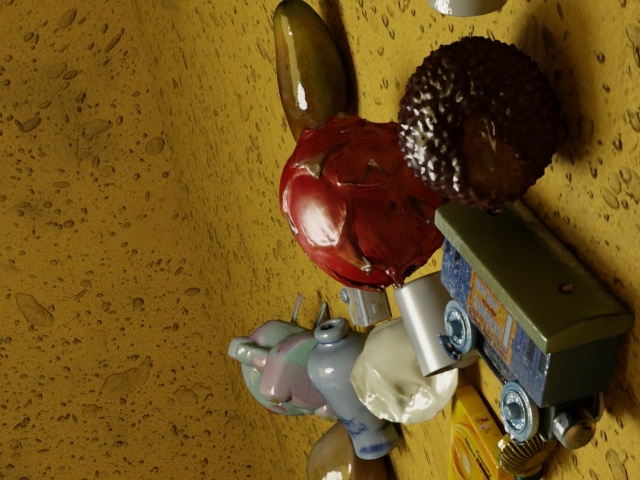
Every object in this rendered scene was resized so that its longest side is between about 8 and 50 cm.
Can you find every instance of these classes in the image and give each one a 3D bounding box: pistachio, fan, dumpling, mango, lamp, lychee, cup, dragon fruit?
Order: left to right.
[{"bbox_3d":[-0.041,0.229,2.454,0.301,0.247,0.247,171,115,-76],"label":"lamp"},{"bbox_3d":[-0.014,-0.256,1.969,0.133,0.111,0.267,-101,0,-64],"label":"mango"},{"bbox_3d":[0.049,0.445,2.467,0.260,0.163,0.213,-110,28,-72],"label":"pistachio"},{"bbox_3d":[0.060,-0.055,1.718,0.252,0.241,0.241,63,167,-11],"label":"dragon fruit"},{"bbox_3d":[0.131,0.193,1.868,0.126,0.216,0.166,41,-144,-57],"label":"dumpling"},{"bbox_3d":[0.185,0.109,1.735,0.099,0.136,0.133,14,-126,-67],"label":"cup"},{"bbox_3d":[0.170,-0.130,1.346,0.188,0.188,0.188,163,90,-75],"label":"lychee"},{"bbox_3d":[0.272,0.285,1.627,0.039,0.082,0.155,55,172,32],"label":"fan"}]

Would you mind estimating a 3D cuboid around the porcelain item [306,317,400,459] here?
[{"bbox_3d":[0.062,0.266,2.255,0.259,0.141,0.141,68,167,-15],"label":"porcelain item"}]

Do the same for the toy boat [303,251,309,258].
[{"bbox_3d":[0.000,0.000,2.232,0.206,0.064,0.072,-46,-44,-82],"label":"toy boat"}]

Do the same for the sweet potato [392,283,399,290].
[{"bbox_3d":[0.117,0.050,2.012,0.026,0.026,0.115,-177,68,-74],"label":"sweet potato"}]

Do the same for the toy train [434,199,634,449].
[{"bbox_3d":[0.237,0.089,1.438,0.300,0.131,0.202,-126,31,-49],"label":"toy train"}]

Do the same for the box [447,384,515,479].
[{"bbox_3d":[0.239,0.356,1.866,0.269,0.043,0.152,88,159,-45],"label":"box"}]

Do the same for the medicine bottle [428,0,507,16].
[{"bbox_3d":[0.152,-0.336,1.294,0.103,0.103,0.187,-125,22,-50],"label":"medicine bottle"}]

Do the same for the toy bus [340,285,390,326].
[{"bbox_3d":[0.065,0.052,2.129,0.075,0.064,0.190,16,122,66],"label":"toy bus"}]
